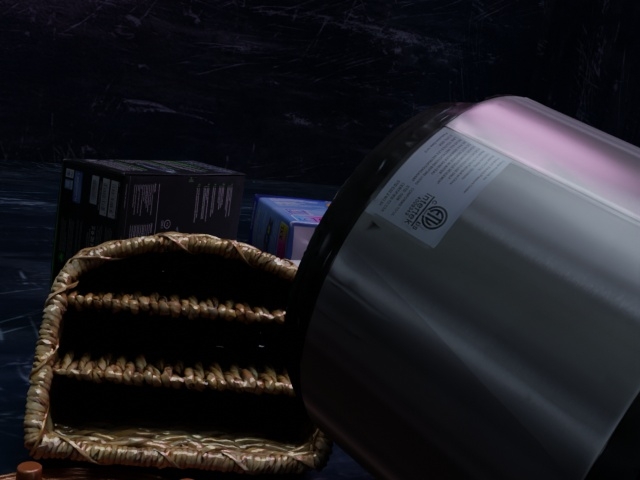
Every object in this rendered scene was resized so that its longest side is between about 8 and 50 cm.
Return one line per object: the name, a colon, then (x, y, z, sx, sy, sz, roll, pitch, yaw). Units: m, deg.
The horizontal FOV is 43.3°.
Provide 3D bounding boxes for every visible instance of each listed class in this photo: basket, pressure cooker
basket: (-0.133, 0.102, 0.843, 0.299, 0.214, 0.223, 8, 4, -9)
pressure cooker: (0.220, 0.114, 0.651, 0.420, 0.370, 0.375, 33, 23, 35)

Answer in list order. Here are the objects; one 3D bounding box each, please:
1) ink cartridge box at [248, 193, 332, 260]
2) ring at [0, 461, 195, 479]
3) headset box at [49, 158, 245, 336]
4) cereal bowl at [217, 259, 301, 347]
ink cartridge box: (0.000, 0.000, 1.758, 0.269, 0.151, 0.395, 5, 9, -19)
ring: (-0.180, 0.244, 0.597, 0.336, 0.032, 0.336, 8, 11, -1)
headset box: (-0.252, 0.004, 1.233, 0.131, 0.247, 0.283, 16, 13, 31)
cereal bowl: (-0.009, 0.114, 1.147, 0.338, 0.141, 0.339, 8, 9, -1)
